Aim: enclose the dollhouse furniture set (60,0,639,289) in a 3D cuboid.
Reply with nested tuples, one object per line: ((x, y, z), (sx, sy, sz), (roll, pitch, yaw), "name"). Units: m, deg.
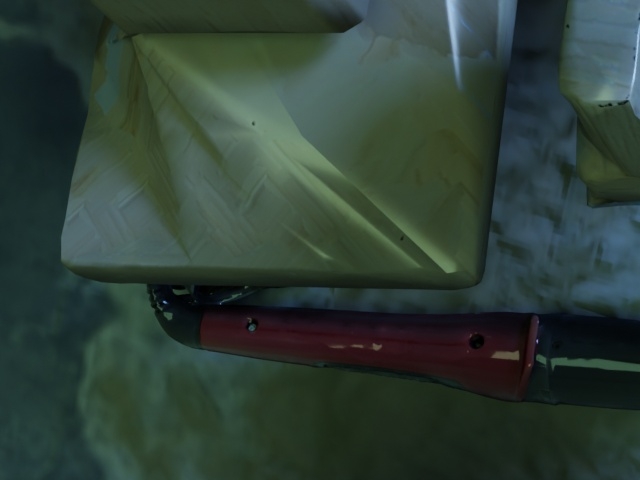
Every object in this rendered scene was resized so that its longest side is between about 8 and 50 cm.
((0.000, 0.000, 0.536), (0.362, 0.256, 0.394), (1, 71, 23), "dollhouse furniture set")

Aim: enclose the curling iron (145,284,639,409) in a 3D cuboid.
((0.061, 0.024, 0.607), (0.274, 0.035, 0.068), (12, 106, 24), "curling iron")
